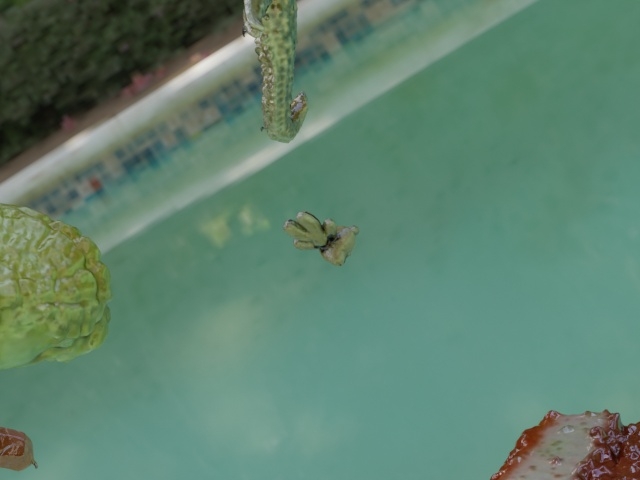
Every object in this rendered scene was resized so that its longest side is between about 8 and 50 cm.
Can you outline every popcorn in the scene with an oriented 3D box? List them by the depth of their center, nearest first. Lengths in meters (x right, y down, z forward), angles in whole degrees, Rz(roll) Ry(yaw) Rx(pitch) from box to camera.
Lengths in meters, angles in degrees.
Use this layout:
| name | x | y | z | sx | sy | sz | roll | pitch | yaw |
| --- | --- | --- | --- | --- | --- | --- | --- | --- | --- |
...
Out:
| name | x | y | z | sx | sy | sz | roll | pitch | yaw |
| --- | --- | --- | --- | --- | --- | --- | --- | --- | --- |
| popcorn | -0.410 | 0.056 | 1.917 | 0.286 | 0.225 | 0.174 | -8 | -28 | -29 |

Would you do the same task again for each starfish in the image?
| name | x | y | z | sx | sy | sz | roll | pitch | yaw |
| --- | --- | --- | --- | --- | --- | --- | --- | --- | --- |
| starfish | -0.075 | -0.349 | 1.775 | 0.082 | 0.432 | 0.324 | -12 | -26 | -1 |

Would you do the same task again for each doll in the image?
| name | x | y | z | sx | sy | sz | roll | pitch | yaw |
| --- | --- | --- | --- | --- | --- | --- | --- | --- | --- |
| doll | 0.000 | -0.007 | 1.703 | 0.061 | 0.093 | 0.051 | -32 | 30 | 32 |

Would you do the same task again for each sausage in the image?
| name | x | y | z | sx | sy | sz | roll | pitch | yaw |
| --- | --- | --- | --- | --- | --- | --- | --- | --- | --- |
| sausage | -0.520 | 0.318 | 2.323 | 0.169 | 0.065 | 0.065 | 9 | 7 | -11 |

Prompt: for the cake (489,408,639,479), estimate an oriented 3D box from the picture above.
| name | x | y | z | sx | sy | sz | roll | pitch | yaw |
| --- | --- | --- | --- | --- | --- | --- | --- | --- | --- |
| cake | 0.316 | 0.346 | 1.510 | 0.320 | 0.270 | 0.269 | 8 | 22 | 27 |
